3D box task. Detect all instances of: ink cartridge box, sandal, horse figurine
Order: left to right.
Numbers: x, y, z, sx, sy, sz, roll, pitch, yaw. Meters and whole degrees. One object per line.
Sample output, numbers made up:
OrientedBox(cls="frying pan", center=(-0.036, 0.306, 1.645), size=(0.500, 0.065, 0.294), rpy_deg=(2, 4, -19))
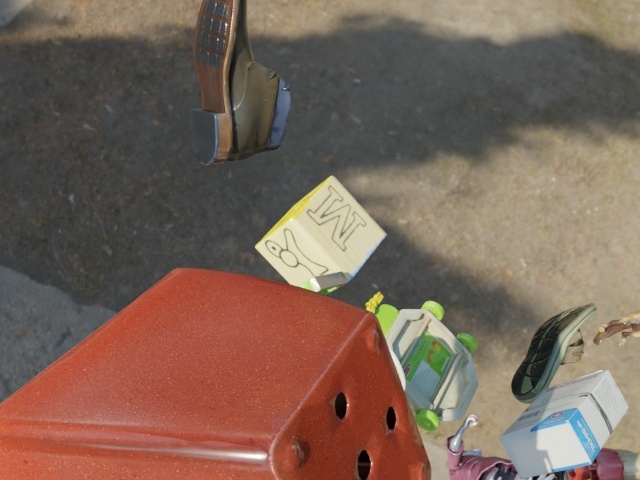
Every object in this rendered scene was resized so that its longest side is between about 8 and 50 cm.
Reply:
OrientedBox(cls="sandal", center=(0.524, 0.254, 1.526), size=(0.086, 0.120, 0.303), rpy_deg=(45, 63, -7))
OrientedBox(cls="ink cartridge box", center=(0.439, 0.326, 1.230), size=(0.203, 0.148, 0.086), rpy_deg=(-23, 82, -45))
OrientedBox(cls="horse figurine", center=(0.728, 0.194, 1.493), size=(0.174, 0.263, 0.066), rpy_deg=(-14, 95, -33))

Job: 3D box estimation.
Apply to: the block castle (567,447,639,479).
OrientedBox(cls="block castle", center=(0.613, 0.659, 1.423), size=(0.212, 0.303, 0.453), rpy_deg=(-4, 74, 7))

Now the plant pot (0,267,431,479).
OrientedBox(cls="plant pot", center=(-0.061, 0.185, 0.582), size=(0.267, 0.235, 0.267), rpy_deg=(-44, 119, -51))

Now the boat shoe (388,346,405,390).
OrientedBox(cls="boat shoe", center=(0.116, 0.324, 1.388), size=(0.109, 0.305, 0.091), rpy_deg=(-15, 24, -9))

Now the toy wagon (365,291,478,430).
OrientedBox(cls="toy wagon", center=(0.225, 0.261, 1.605), size=(0.344, 0.068, 0.267), rpy_deg=(44, 50, -6))

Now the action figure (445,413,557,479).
OrientedBox(cls="action figure", center=(0.420, 0.610, 1.731), size=(0.248, 0.370, 0.276), rpy_deg=(33, 74, -9))

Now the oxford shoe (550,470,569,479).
OrientedBox(cls="oxford shoe", center=(0.600, 0.667, 1.783), size=(0.096, 0.083, 0.227), rpy_deg=(2, 60, 14))

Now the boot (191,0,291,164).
OrientedBox(cls="boot", center=(-0.088, -0.199, 0.808), size=(0.106, 0.219, 0.082), rpy_deg=(-8, 27, -39))

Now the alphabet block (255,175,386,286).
OrientedBox(cls="alphabet block", center=(0.000, 0.000, 1.636), size=(0.197, 0.192, 0.193), rpy_deg=(48, 50, -7))

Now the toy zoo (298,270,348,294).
OrientedBox(cls="toy zoo", center=(-0.095, 0.152, 1.457), size=(0.030, 0.293, 0.192), rpy_deg=(62, 17, 8))

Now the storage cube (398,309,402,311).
OrientedBox(cls="storage cube", center=(0.128, 0.292, 1.783), size=(0.215, 0.193, 0.184), rpy_deg=(-11, 85, -22))
